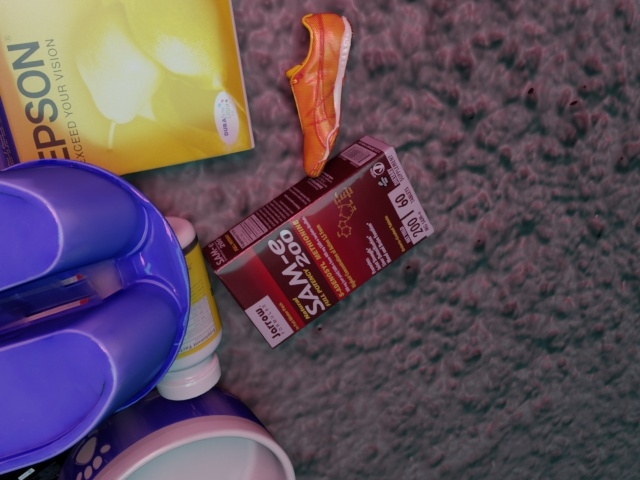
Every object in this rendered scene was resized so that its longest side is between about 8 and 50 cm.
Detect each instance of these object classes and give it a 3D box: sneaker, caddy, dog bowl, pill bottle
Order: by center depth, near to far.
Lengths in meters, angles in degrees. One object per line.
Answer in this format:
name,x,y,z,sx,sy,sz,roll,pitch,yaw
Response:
caddy,-0.286,0.068,0.555,0.341,0.179,0.241,-18,97,6
pill bottle,-0.164,0.075,0.688,0.103,0.103,0.184,-18,116,-16
sneaker,-0.007,-0.157,0.702,0.067,0.064,0.175,5,103,-4
dog bowl,-0.167,0.306,0.751,0.264,0.104,0.265,-14,117,-28

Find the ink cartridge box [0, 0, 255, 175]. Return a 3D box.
ink cartridge box,-0.232,-0.203,0.576,0.307,0.072,0.304,-16,116,-19

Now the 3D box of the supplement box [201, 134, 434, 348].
supplement box,0.000,0.000,0.747,0.239,0.073,0.130,-36,119,-6

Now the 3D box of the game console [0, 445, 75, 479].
game console,-0.450,0.264,0.674,0.361,0.044,0.213,-34,118,-10
